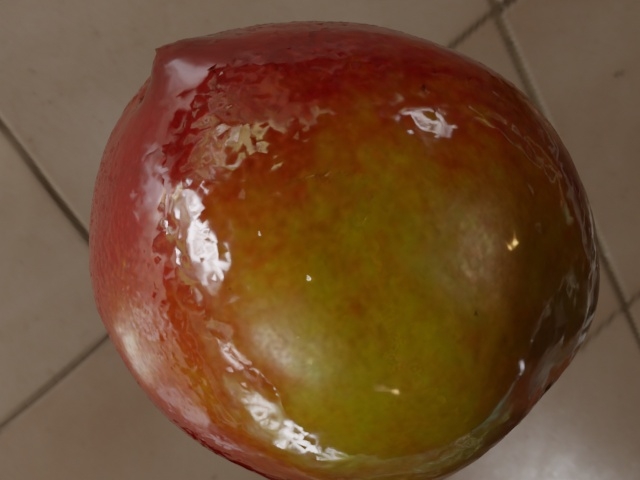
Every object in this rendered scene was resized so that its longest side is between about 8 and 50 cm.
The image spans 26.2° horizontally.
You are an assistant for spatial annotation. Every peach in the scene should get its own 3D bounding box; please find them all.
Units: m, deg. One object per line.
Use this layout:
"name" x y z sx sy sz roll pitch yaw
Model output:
"peach" 0.000 0.000 0.533 0.197 0.197 0.197 -15 119 -28
